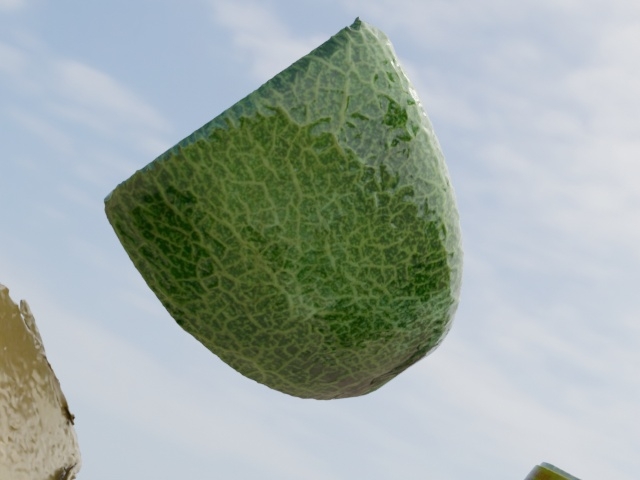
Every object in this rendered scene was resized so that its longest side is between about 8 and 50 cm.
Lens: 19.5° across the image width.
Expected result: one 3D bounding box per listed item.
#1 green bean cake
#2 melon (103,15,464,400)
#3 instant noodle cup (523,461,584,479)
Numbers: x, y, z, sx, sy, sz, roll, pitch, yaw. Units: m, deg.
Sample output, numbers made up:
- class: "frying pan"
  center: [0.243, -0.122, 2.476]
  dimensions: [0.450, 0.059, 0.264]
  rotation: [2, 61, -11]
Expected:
- class: "green bean cake"
  center: [-0.324, 0.168, 1.663]
  dimensions: [0.131, 0.230, 0.224]
  rotation: [-16, 17, 19]
- class: "melon"
  center: [0.000, 0.000, 1.878]
  dimensions: [0.343, 0.331, 0.226]
  rotation: [53, -5, -9]
- class: "instant noodle cup"
  center: [0.214, 0.351, 1.803]
  dimensions: [0.215, 0.236, 0.215]
  rotation: [33, -6, 4]
